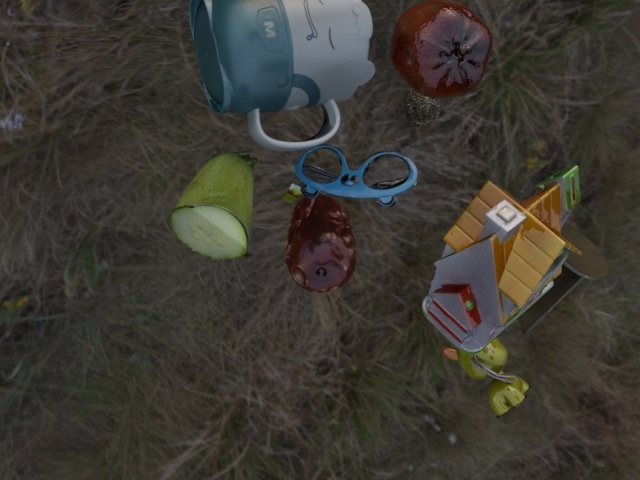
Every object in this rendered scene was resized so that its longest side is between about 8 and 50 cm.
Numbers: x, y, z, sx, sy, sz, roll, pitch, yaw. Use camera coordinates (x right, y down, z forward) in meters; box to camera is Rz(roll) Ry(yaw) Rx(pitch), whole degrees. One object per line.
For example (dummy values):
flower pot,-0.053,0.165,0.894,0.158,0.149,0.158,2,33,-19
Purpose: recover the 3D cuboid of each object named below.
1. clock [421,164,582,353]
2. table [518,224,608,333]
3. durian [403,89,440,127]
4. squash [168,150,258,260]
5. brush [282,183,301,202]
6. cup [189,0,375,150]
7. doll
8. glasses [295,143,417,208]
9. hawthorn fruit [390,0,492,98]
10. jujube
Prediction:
clock,0.310,0.023,1.171,0.235,0.166,0.309,-36,154,-23
table,0.512,0.095,1.631,0.167,0.167,0.226,13,132,-26
durian,0.200,-0.267,1.405,0.080,0.080,0.091,28,54,-27
squash,-0.173,-0.076,1.191,0.137,0.287,0.137,-1,123,-1
brush,-0.037,-0.069,1.000,0.019,0.083,0.021,26,82,-8
cup,-0.062,-0.294,1.195,0.258,0.219,0.289,-14,94,-23
doll,0.379,0.284,1.642,0.143,0.135,0.221,-40,79,28
glasses,0.082,-0.135,1.409,0.239,0.207,0.102,7,103,16
hawthorn fruit,0.189,-0.324,1.189,0.157,0.194,0.157,-9,122,-15
jujube,0.000,0.000,1.531,0.155,0.230,0.155,1,137,1
